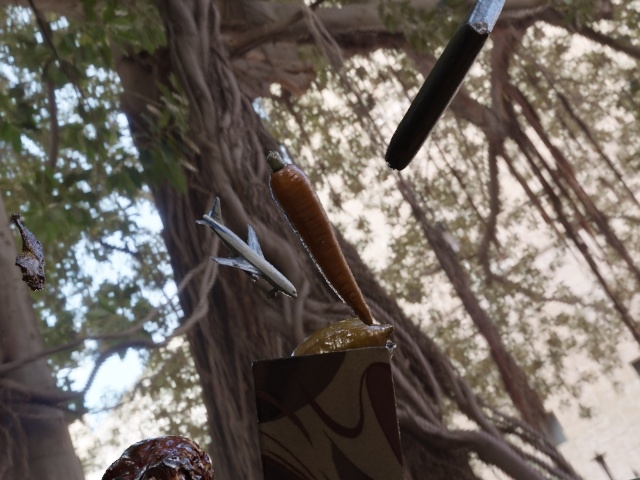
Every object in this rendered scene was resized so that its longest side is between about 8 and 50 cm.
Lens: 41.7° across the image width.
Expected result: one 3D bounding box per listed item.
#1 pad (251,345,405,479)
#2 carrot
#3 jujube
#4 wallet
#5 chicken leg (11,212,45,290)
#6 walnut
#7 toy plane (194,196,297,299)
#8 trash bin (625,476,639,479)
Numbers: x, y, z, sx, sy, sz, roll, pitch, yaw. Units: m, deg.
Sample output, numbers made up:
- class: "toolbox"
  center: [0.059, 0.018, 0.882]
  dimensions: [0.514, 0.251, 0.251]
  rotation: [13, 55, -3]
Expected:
- class: "pad"
  center: [0.016, 0.335, 1.272]
  dimensions: [0.220, 0.330, 0.004]
  rotation: [-8, -5, 8]
- class: "carrot"
  center: [0.000, 0.000, 1.373]
  dimensions: [0.069, 0.336, 0.069]
  rotation: [-28, 14, 8]
- class: "jujube"
  center: [-0.209, 0.330, 1.089]
  dimensions: [0.168, 0.168, 0.236]
  rotation: [-14, -17, -21]
- class: "wallet"
  center: [0.161, -0.209, 1.104]
  dimensions: [0.149, 0.044, 0.250]
  rotation: [-59, -1, -46]
- class: "chicken leg"
  center: [-0.473, 0.021, 1.359]
  dimensions: [0.037, 0.145, 0.062]
  rotation: [-29, -35, 13]
- class: "walnut"
  center: [0.034, 0.223, 1.574]
  dimensions: [0.245, 0.137, 0.137]
  rotation: [-29, -28, 21]
- class: "toy plane"
  center: [-0.130, 0.026, 1.492]
  dimensions: [0.058, 0.226, 0.226]
  rotation: [-39, 4, 18]
- class: "trash bin"
  center: [0.646, 0.516, 1.486]
  dimensions: [0.343, 0.158, 0.223]
  rotation: [-17, -48, 19]
